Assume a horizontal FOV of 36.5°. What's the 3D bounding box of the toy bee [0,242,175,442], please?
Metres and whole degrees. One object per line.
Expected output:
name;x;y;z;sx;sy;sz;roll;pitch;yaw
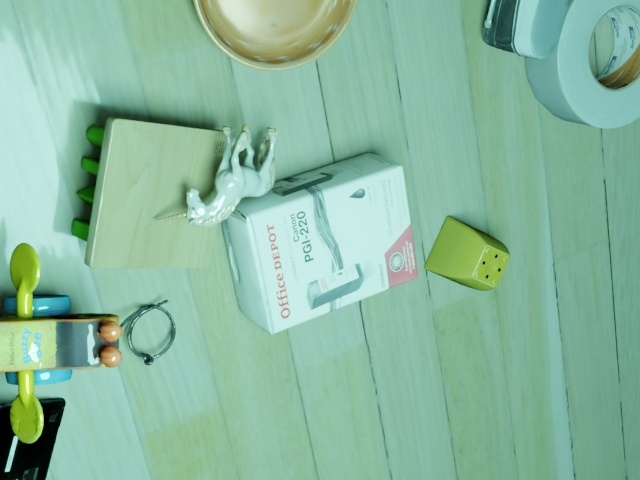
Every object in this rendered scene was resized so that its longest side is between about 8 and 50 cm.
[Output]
toy bee;-0.278;0.094;1.019;0.298;0.162;0.195;-25;101;-28

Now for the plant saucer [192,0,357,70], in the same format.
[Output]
plant saucer;-0.052;-0.294;1.096;0.200;0.037;0.200;-8;114;-19

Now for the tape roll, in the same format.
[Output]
tape roll;0.389;-0.268;1.339;0.219;0.072;0.219;-9;109;-26

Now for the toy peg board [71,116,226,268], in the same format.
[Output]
toy peg board;-0.196;-0.056;1.087;0.160;0.079;0.161;1;105;-45

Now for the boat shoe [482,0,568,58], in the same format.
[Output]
boat shoe;0.272;-0.389;1.220;0.113;0.105;0.306;-17;123;-46

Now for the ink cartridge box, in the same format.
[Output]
ink cartridge box;0.000;0.000;1.191;0.218;0.092;0.158;-19;113;-21

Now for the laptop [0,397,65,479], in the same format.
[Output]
laptop;-0.448;0.270;1.068;0.264;0.136;0.234;5;104;-56

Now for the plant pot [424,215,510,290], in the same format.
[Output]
plant pot;0.208;0.025;1.317;0.081;0.083;0.081;23;94;-32

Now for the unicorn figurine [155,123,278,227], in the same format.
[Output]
unicorn figurine;-0.095;-0.071;1.078;0.162;0.060;0.111;-6;109;-47
